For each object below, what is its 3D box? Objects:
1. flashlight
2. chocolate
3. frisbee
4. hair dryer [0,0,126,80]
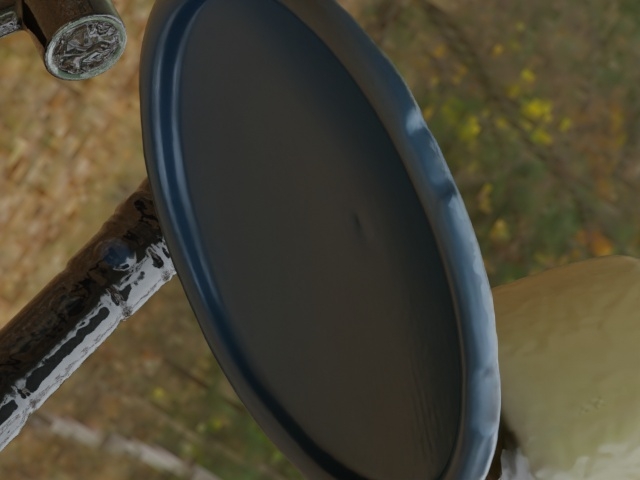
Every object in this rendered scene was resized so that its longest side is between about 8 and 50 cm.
[{"bbox_3d":[-0.228,0.057,1.913,0.424,0.103,0.103,-46,174,-25],"label":"flashlight"},{"bbox_3d":[0.212,0.156,1.602,0.297,0.326,0.314,-30,146,-16],"label":"chocolate"},{"bbox_3d":[0.004,-0.002,0.925,0.049,0.289,0.289,-23,161,-27],"label":"frisbee"},{"bbox_3d":[-0.316,-0.201,1.709,0.248,0.196,0.078,-23,146,-11],"label":"hair dryer"}]
